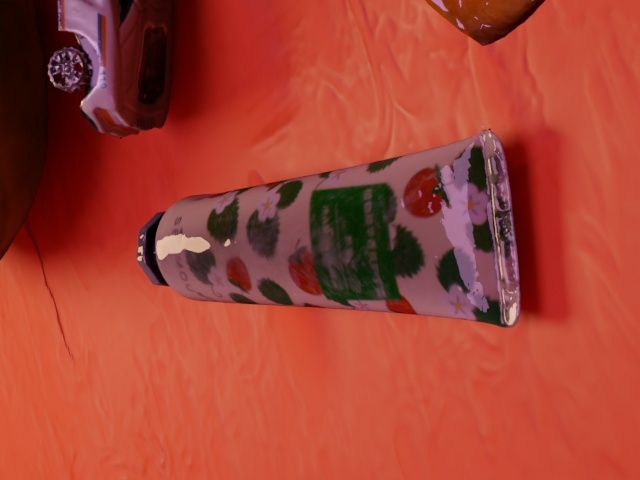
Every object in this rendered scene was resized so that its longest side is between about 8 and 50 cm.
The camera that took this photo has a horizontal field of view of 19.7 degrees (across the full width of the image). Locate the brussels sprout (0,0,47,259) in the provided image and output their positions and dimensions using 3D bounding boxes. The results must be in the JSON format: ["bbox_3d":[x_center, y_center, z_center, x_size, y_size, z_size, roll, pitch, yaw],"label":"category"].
[{"bbox_3d":[-0.310,-0.111,1.205,0.328,0.247,0.328,6,98,50],"label":"brussels sprout"}]

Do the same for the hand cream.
[{"bbox_3d":[0.000,0.000,0.957,0.276,0.059,0.095,-4,93,49],"label":"hand cream"}]

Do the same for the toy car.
[{"bbox_3d":[-0.120,-0.161,1.068,0.056,0.095,0.205,-2,91,18],"label":"toy car"}]

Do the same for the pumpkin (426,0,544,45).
[{"bbox_3d":[0.091,-0.248,0.714,0.258,0.095,0.290,-105,26,-65],"label":"pumpkin"}]
